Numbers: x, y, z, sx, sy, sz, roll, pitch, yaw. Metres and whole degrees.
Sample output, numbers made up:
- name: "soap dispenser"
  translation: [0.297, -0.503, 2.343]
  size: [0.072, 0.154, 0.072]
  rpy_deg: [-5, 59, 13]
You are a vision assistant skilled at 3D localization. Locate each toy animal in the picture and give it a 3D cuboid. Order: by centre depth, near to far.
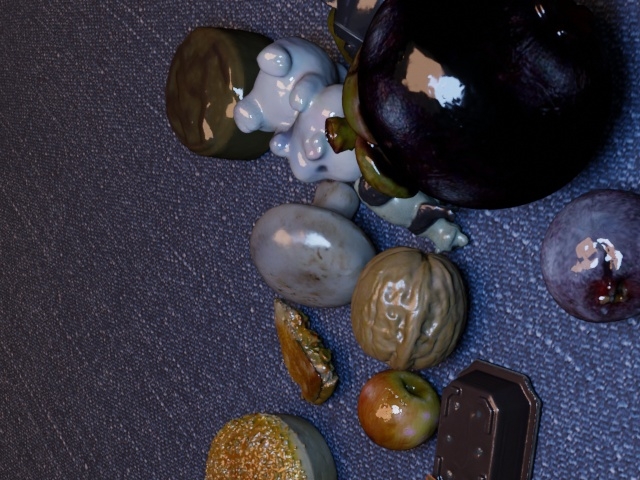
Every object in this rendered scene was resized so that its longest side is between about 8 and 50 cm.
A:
- name: "toy animal"
  translation: [0.159, -0.064, 1.723]
  size: [0.121, 0.225, 0.094]
  rpy_deg: [-51, 11, 40]
- name: "toy animal"
  translation: [0.039, -0.209, 1.844]
  size: [0.367, 0.241, 0.196]
  rpy_deg: [44, 131, 23]

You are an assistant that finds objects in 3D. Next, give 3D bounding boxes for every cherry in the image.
- name: "cherry"
  translation: [0.405, 0.016, 1.427]
  size: [0.195, 0.195, 0.195]
  rpy_deg: [0, 91, 49]

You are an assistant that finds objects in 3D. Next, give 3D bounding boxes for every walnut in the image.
- name: "walnut"
  translation: [0.147, 0.117, 1.712]
  size: [0.213, 0.213, 0.213]
  rpy_deg: [0, 91, 49]

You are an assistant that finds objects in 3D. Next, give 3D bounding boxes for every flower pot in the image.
- name: "flower pot"
  translation: [0.256, 0.329, 1.669]
  size: [0.178, 0.084, 0.251]
  rpy_deg: [15, 101, 48]

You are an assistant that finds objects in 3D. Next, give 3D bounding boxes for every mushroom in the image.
- name: "mushroom"
  translation: [0.000, 0.000, 1.900]
  size: [0.243, 0.243, 0.244]
  rpy_deg: [0, 91, 49]

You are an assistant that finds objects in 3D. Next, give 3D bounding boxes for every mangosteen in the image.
- name: "mangosteen"
  translation: [0.206, -0.201, 1.495]
  size: [0.435, 0.382, 0.382]
  rpy_deg: [-39, 61, 41]

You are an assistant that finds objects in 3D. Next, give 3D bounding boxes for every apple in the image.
- name: "apple"
  translation: [0.133, 0.297, 1.773]
  size: [0.146, 0.146, 0.147]
  rpy_deg: [0, 91, 49]

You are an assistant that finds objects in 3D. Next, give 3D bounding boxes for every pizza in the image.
- name: "pizza"
  translation: [-0.026, 0.223, 2.018]
  size: [0.226, 0.069, 0.147]
  rpy_deg: [54, 150, 38]

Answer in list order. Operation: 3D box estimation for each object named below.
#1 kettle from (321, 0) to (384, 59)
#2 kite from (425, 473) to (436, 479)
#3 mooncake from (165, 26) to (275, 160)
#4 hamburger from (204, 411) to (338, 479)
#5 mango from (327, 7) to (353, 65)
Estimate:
- name: "kettle"
  translation: [0.159, -0.402, 1.661]
  size: [0.290, 0.268, 0.207]
  rpy_deg: [-58, 6, 10]
- name: "kite"
  translation: [0.249, 0.558, 1.680]
  size: [0.327, 0.013, 0.378]
  rpy_deg: [-32, 82, 55]
- name: "mooncake"
  translation: [-0.205, -0.309, 2.152]
  size: [0.284, 0.155, 0.285]
  rpy_deg: [4, 95, 50]
- name: "hamburger"
  translation: [-0.103, 0.482, 2.023]
  size: [0.302, 0.170, 0.302]
  rpy_deg: [2, 92, 48]
- name: "mango"
  translation: [0.096, -0.360, 1.822]
  size: [0.133, 0.111, 0.267]
  rpy_deg: [-53, 51, 7]
